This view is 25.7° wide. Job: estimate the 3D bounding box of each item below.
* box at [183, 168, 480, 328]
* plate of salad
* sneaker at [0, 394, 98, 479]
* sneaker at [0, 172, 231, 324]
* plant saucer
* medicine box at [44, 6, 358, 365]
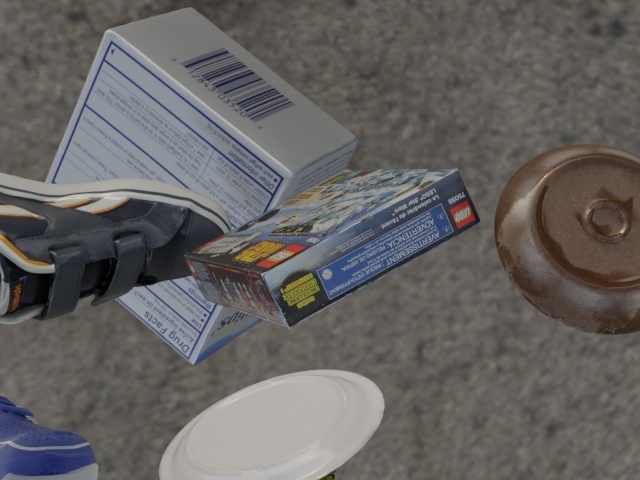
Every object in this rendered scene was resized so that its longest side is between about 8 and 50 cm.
[{"bbox_3d":[0.000,0.000,0.619,0.094,0.137,0.027,-28,101,-15],"label":"box"},{"bbox_3d":[-0.039,0.171,1.184,0.200,0.200,0.048,-8,115,27],"label":"plate of salad"},{"bbox_3d":[-0.318,0.134,1.151,0.316,0.127,0.182,-8,75,43],"label":"sneaker"},{"bbox_3d":[-0.239,0.015,1.309,0.126,0.321,0.127,111,158,-45],"label":"sneaker"},{"bbox_3d":[0.261,-0.010,1.296,0.199,0.036,0.198,1,64,-3],"label":"plant saucer"},{"bbox_3d":[-0.147,-0.061,1.559,0.263,0.149,0.289,39,125,15],"label":"medicine box"}]
